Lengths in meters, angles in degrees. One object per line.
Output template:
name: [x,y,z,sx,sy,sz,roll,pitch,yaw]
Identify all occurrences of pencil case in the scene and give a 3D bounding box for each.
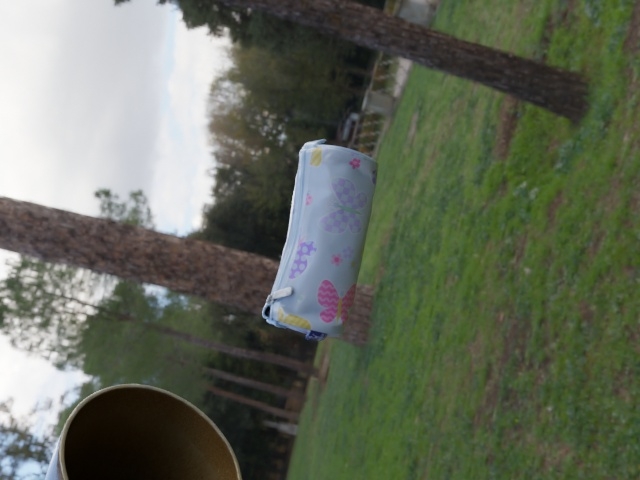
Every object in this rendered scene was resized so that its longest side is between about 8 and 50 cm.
pencil case: [0.000,0.000,1.060,0.113,0.124,0.273,-176,100,-71]

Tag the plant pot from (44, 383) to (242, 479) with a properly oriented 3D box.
plant pot: [-0.263,0.358,0.954,0.254,0.237,0.237,-53,13,27]
